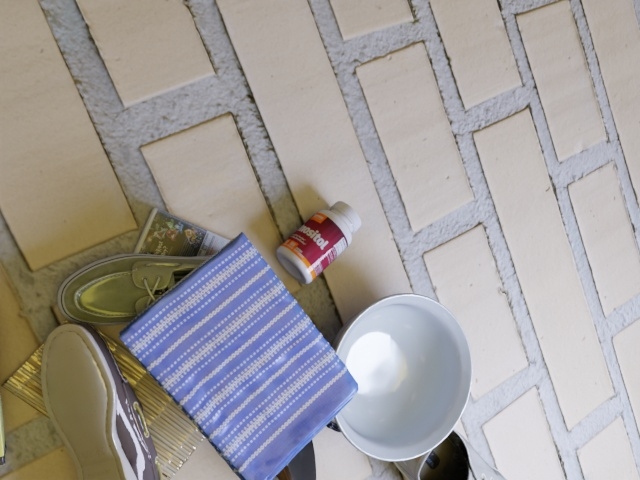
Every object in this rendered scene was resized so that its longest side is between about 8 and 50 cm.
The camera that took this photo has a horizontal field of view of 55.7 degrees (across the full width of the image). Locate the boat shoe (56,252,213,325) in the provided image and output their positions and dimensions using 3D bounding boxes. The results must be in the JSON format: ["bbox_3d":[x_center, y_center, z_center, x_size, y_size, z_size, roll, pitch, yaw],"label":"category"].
[{"bbox_3d":[-0.247,0.068,0.945,0.302,0.094,0.109,-9,95,-25],"label":"boat shoe"}]

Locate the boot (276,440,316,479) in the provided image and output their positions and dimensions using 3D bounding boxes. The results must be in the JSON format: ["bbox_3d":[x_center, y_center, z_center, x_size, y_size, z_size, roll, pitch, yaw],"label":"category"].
[{"bbox_3d":[-0.100,0.330,1.055,0.115,0.112,0.305,-19,108,19],"label":"boot"}]

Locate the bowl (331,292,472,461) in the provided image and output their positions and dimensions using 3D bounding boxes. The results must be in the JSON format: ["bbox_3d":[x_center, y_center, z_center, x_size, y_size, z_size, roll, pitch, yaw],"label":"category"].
[{"bbox_3d":[0.123,0.241,1.128,0.298,0.134,0.297,0,90,-24],"label":"bowl"}]

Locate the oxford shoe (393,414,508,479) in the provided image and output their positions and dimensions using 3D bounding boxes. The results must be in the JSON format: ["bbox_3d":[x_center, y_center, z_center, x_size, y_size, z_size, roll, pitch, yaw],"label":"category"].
[{"bbox_3d":[0.301,0.509,1.228,0.449,0.130,0.169,47,70,-20],"label":"oxford shoe"}]

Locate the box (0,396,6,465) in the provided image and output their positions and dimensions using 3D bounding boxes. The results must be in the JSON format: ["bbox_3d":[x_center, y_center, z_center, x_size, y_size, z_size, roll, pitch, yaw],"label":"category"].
[{"bbox_3d":[-0.490,0.200,0.859,0.058,0.087,0.232,-6,94,-26],"label":"box"}]

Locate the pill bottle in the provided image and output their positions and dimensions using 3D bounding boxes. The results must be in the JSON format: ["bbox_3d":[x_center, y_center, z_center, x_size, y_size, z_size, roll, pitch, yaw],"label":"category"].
[{"bbox_3d":[0.000,0.000,1.094,0.152,0.086,0.086,-44,108,-20],"label":"pill bottle"}]

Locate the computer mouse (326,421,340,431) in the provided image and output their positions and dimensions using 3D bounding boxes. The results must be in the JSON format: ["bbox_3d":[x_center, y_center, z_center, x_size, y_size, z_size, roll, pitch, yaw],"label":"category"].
[{"bbox_3d":[-0.016,0.282,1.123,0.242,0.041,0.071,48,55,-24],"label":"computer mouse"}]

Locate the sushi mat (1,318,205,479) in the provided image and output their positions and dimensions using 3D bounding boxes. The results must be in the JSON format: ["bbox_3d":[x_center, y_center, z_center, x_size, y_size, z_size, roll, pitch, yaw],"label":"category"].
[{"bbox_3d":[-0.326,0.266,0.977,0.316,0.019,0.151,44,72,-20],"label":"sushi mat"}]

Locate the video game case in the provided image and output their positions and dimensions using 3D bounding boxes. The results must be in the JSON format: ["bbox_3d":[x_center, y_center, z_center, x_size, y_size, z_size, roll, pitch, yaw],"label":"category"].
[{"bbox_3d":[-0.237,0.065,1.015,0.173,0.022,0.190,25,81,-24],"label":"video game case"}]

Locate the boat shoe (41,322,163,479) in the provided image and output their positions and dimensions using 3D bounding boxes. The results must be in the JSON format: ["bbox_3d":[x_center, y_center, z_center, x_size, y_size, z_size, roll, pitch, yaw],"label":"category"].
[{"bbox_3d":[-0.322,0.271,0.915,0.117,0.097,0.324,-15,96,16],"label":"boat shoe"}]

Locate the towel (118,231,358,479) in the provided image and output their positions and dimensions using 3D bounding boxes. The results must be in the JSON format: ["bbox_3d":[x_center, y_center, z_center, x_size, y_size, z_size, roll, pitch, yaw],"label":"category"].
[{"bbox_3d":[-0.111,0.191,0.934,0.243,0.040,0.336,-40,106,-16],"label":"towel"}]
